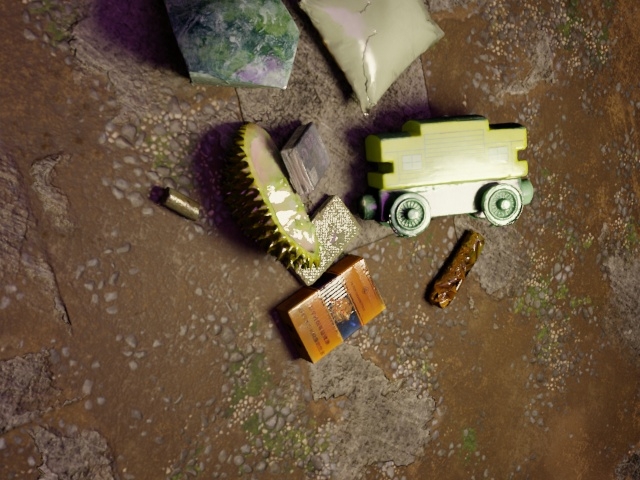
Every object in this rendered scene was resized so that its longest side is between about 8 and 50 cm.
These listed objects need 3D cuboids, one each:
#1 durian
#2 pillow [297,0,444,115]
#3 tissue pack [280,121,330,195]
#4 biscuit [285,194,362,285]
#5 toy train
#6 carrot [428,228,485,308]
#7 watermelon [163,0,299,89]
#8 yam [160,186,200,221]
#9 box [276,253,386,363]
[{"bbox_3d":[-0.100,-0.084,1.686,0.169,0.158,0.352,-32,99,-26],"label":"durian"},{"bbox_3d":[0.123,-0.504,1.808,0.310,0.119,0.312,-47,117,-22],"label":"pillow"},{"bbox_3d":[-0.032,-0.182,1.743,0.112,0.051,0.156,66,26,-22],"label":"tissue pack"},{"bbox_3d":[0.000,0.000,1.837,0.199,0.040,0.121,-47,118,-18],"label":"biscuit"},{"bbox_3d":[0.300,-0.163,1.887,0.441,0.179,0.273,-6,98,-12],"label":"toy train"},{"bbox_3d":[0.359,0.074,2.061,0.069,0.069,0.229,43,72,-29],"label":"carrot"},{"bbox_3d":[-0.192,-0.405,1.590,0.228,0.258,0.387,-24,65,-13],"label":"watermelon"},{"bbox_3d":[-0.288,-0.075,1.642,0.094,0.043,0.043,30,80,-31],"label":"yam"},{"bbox_3d":[0.029,0.159,1.859,0.237,0.070,0.152,-36,113,-25],"label":"box"}]
